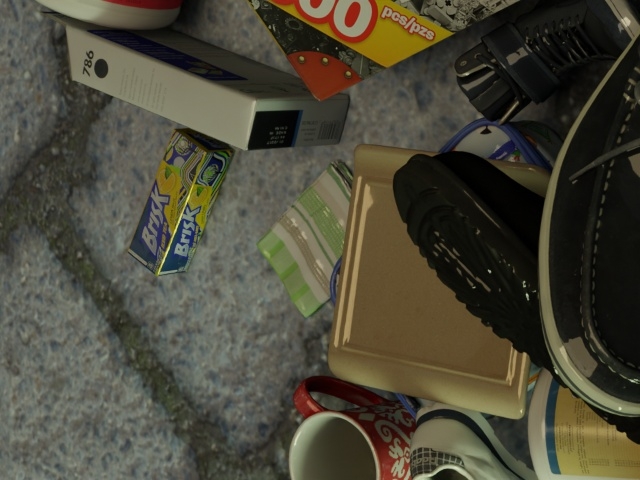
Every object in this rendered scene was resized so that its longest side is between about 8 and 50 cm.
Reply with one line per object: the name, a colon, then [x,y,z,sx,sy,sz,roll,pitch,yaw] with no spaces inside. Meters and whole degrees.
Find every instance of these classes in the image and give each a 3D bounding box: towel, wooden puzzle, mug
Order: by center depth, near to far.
wooden puzzle: [0.116,0.036,1.537,0.221,0.044,0.239,10,97,35]
mug: [0.059,0.201,1.658,0.113,0.169,0.150,-18,83,37]
towel: [0.000,0.000,1.773,0.152,0.023,0.113,-45,68,32]

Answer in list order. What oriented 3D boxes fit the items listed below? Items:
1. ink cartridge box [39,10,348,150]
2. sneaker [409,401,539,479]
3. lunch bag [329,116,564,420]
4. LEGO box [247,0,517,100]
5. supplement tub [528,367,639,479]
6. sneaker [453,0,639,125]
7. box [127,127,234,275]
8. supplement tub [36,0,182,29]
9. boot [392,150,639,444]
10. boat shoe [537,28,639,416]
ink cartridge box: [-0.147,-0.180,1.778,0.332,0.165,0.065,26,111,33]
sneaker: [0.168,0.262,1.571,0.235,0.095,0.090,42,125,-20]
lunch bag: [0.151,0.034,1.605,0.303,0.115,0.243,-46,68,28]
LEGO box: [0.027,-0.434,1.471,0.372,0.193,0.500,-24,109,37]
supplement tub: [0.307,0.172,1.478,0.199,0.144,0.144,-2,94,32]
sneaker: [0.211,-0.165,1.460,0.163,0.226,0.086,-37,104,4]
box: [-0.164,-0.045,1.873,0.059,0.054,0.169,36,116,29]
supplement tub: [-0.221,-0.387,1.794,0.191,0.191,0.272,29,111,32]
boot: [0.258,-0.010,1.401,0.348,0.260,0.131,42,157,4]
boat shoe: [0.314,-0.101,1.263,0.186,0.156,0.500,26,81,-3]
